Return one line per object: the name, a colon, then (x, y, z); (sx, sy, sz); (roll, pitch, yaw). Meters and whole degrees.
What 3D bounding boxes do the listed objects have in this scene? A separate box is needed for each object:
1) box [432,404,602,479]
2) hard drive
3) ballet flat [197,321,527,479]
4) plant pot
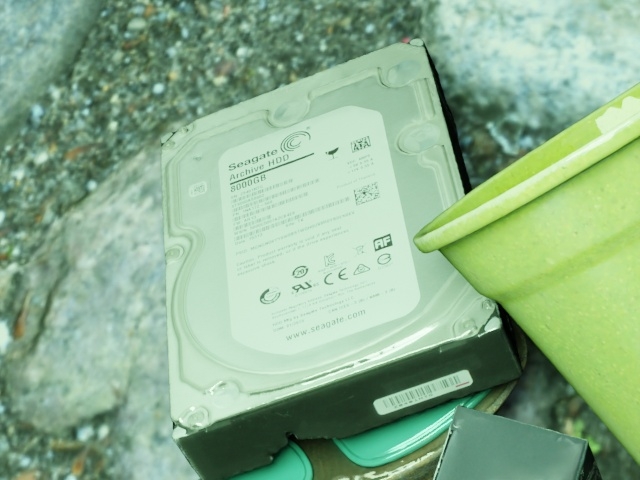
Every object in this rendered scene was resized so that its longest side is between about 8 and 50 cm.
box: (0.121, 0.212, 1.004); (0.093, 0.158, 0.156); (13, 71, 22)
hard drive: (0.000, 0.000, 1.125); (0.237, 0.064, 0.339); (-19, 40, 10)
ballet flat: (0.014, 0.160, 1.091); (0.316, 0.106, 0.107); (-31, 54, 1)
plant pot: (0.239, 0.031, 0.924); (0.276, 0.276, 0.254); (-33, 92, 0)
